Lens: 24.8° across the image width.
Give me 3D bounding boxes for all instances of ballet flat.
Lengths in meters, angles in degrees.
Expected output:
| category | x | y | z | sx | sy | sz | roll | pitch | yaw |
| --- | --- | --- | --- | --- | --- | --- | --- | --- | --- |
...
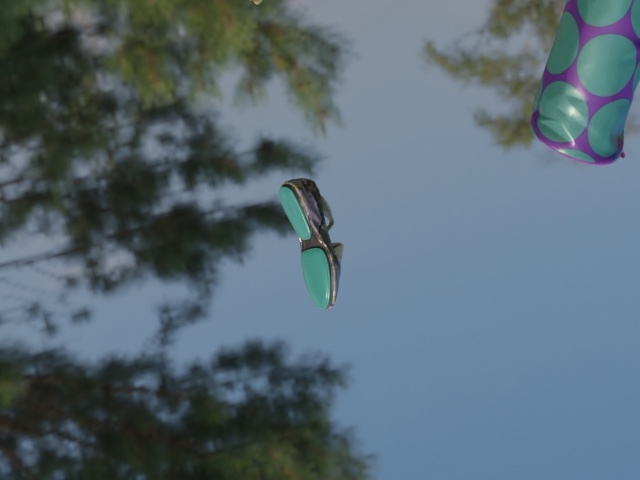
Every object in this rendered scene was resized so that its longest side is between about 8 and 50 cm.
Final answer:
| category | x | y | z | sx | sy | sz | roll | pitch | yaw |
| --- | --- | --- | --- | --- | --- | --- | --- | --- | --- |
| ballet flat | 0.000 | 0.000 | 1.229 | 0.041 | 0.114 | 0.041 | -17 | -171 | 3 |

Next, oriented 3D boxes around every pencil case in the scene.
| category | x | y | z | sx | sy | sz | roll | pitch | yaw |
| --- | --- | --- | --- | --- | --- | --- | --- | --- | --- |
| pencil case | 0.180 | -0.125 | 0.895 | 0.070 | 0.152 | 0.064 | 4 | -155 | -30 |

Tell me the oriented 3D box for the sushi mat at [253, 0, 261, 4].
| category | x | y | z | sx | sy | sz | roll | pitch | yaw |
| --- | --- | --- | --- | --- | --- | --- | --- | --- | --- |
| sushi mat | 0.056 | -0.247 | 0.680 | 0.316 | 0.019 | 0.151 | -47 | 166 | 0 |
